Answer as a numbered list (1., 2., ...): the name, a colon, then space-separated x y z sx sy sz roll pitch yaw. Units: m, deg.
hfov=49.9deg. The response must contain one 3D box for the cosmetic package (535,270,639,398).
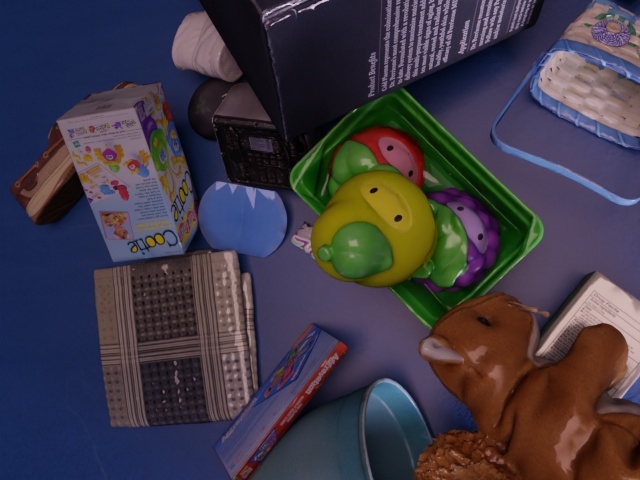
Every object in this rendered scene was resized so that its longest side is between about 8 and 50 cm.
1. cosmetic package: 0.409 0.210 1.120 0.153 0.129 0.296 40 95 13

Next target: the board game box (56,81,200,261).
1. board game box: -0.327 -0.120 1.226 0.144 0.142 0.275 -6 119 11

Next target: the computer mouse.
1. computer mouse: -0.136 -0.280 1.298 0.272 0.072 0.188 -20 83 10

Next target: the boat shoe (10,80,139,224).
1. boat shoe: -0.479 -0.190 1.343 0.123 0.123 0.342 43 101 10

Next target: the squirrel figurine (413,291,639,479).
1. squirrel figurine: 0.273 0.274 0.947 0.370 0.281 0.397 36 92 19

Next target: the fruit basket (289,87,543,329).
1. fruit basket: 0.127 -0.048 1.079 0.283 0.392 0.392 -45 79 6

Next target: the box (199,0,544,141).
1. box: 0.035 -0.492 1.060 0.472 0.297 0.479 -26 66 -9

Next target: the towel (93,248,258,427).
1. towel: -0.273 0.186 1.312 0.312 0.056 0.324 -8 87 14

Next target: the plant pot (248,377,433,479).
1. plant pot: 0.031 0.392 1.133 0.255 0.272 0.271 -23 81 25

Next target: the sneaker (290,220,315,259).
1. sneaker: 0.000 0.000 1.266 0.098 0.038 0.069 34 94 12

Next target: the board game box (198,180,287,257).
1. board game box: -0.144 -0.042 1.298 0.169 0.033 0.133 10 110 4

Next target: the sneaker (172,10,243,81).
1. sneaker: -0.167 -0.432 1.296 0.169 0.108 0.292 18 67 36

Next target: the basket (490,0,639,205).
1. basket: 0.443 -0.225 1.106 0.255 0.201 0.288 27 82 11

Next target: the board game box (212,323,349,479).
1. board game box: -0.072 0.273 1.182 0.027 0.145 0.281 42 81 -20

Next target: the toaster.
1. toaster: -0.082 -0.178 1.217 0.186 0.168 0.110 8 55 13
